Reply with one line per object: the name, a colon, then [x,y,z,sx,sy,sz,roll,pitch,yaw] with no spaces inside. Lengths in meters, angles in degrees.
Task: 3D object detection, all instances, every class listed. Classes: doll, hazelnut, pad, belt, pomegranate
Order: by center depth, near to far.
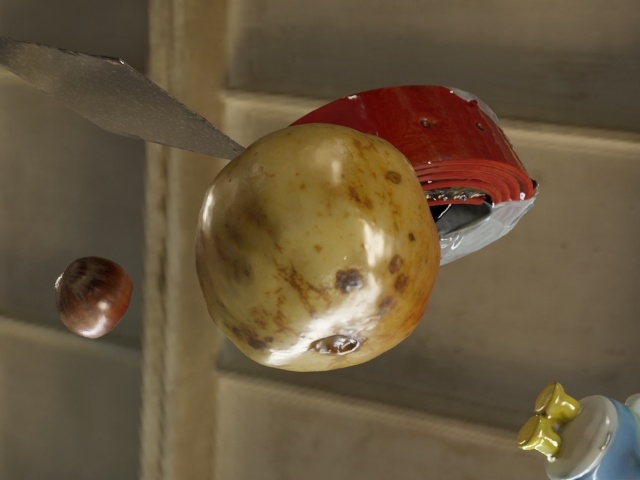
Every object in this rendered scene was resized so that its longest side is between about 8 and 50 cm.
pomegranate: [0.000,0.000,1.321,0.215,0.215,0.215,9,-78,46]
doll: [0.299,0.230,1.522,0.099,0.241,0.135,-30,-146,34]
pad: [-0.208,-0.142,1.572,0.220,0.330,0.004,14,-99,26]
hazelnut: [-0.240,0.059,1.627,0.086,0.086,0.086,9,-78,46]
belt: [0.087,-0.058,1.691,0.227,0.324,0.115,-50,-126,41]
